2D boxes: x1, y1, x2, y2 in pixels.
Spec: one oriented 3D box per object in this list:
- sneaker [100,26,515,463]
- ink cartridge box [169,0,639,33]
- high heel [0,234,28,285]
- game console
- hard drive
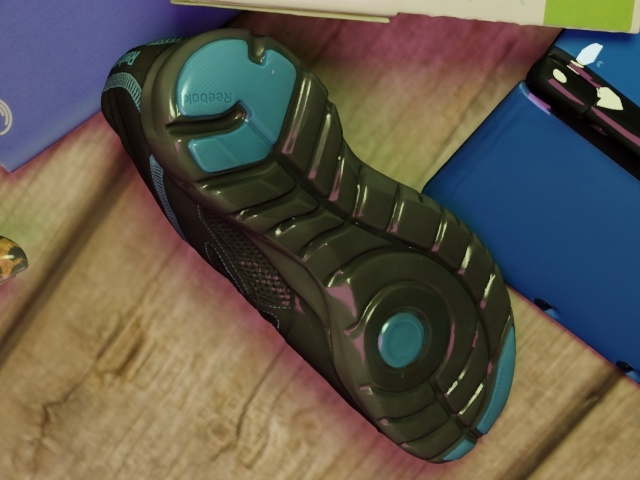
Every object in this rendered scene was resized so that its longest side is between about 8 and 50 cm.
[{"bbox_3d":[0.000,0.000,1.025,0.341,0.125,0.139,53,160,-27],"label":"sneaker"},{"bbox_3d":[0.048,-0.213,0.891,0.255,0.097,0.189,5,102,-4],"label":"ink cartridge box"},{"bbox_3d":[-0.325,-0.037,1.097,0.261,0.093,0.186,-3,118,26],"label":"high heel"},{"bbox_3d":[0.250,-0.036,0.984,0.293,0.173,0.250,37,86,-3],"label":"game console"},{"bbox_3d":[-0.136,-0.207,1.006,0.318,0.040,0.210,-32,102,24],"label":"hard drive"}]
